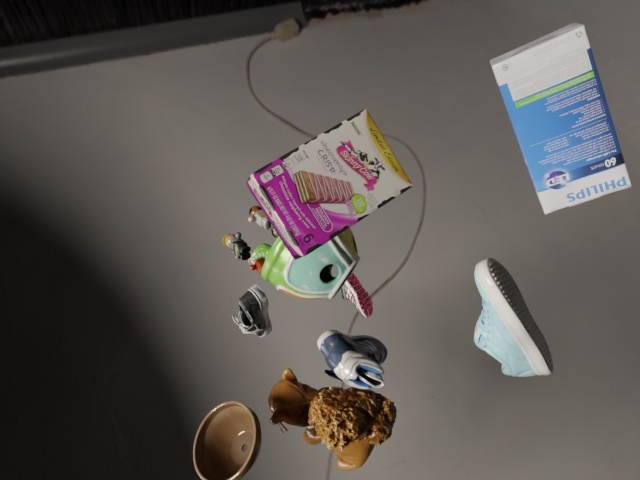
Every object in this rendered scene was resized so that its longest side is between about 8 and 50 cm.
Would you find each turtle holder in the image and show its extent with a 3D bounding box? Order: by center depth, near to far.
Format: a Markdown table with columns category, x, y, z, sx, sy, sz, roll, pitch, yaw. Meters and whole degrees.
| category | x | y | z | sx | sy | sz | roll | pitch | yaw |
| --- | --- | --- | --- | --- | --- | --- | --- | --- | --- |
| turtle holder | -0.004 | 0.011 | 1.392 | 0.228 | 0.243 | 0.320 | 35 | 72 | 9 |

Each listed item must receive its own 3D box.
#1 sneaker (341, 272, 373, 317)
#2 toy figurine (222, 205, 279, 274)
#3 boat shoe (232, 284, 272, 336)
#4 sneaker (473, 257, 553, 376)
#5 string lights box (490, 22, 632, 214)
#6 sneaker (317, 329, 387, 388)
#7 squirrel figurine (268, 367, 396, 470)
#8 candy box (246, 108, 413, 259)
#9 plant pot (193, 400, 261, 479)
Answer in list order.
| category | x | y | z | sx | sy | sz | roll | pitch | yaw |
| --- | --- | --- | --- | --- | --- | --- | --- | --- | --- |
| sneaker | 0.117 | 0.192 | 1.802 | 0.063 | 0.075 | 0.170 | -23 | 76 | -39 |
| toy figurine | -0.204 | -0.001 | 1.819 | 0.213 | 0.210 | 0.148 | -52 | 41 | -1 |
| boat shoe | -0.235 | 0.265 | 1.791 | 0.105 | 0.306 | 0.113 | -35 | 70 | -23 |
| sneaker | 0.420 | 0.205 | 1.244 | 0.365 | 0.150 | 0.135 | 56 | 30 | -22 |
| string lights box | 0.375 | -0.185 | 0.824 | 0.259 | 0.134 | 0.076 | 63 | 23 | -18 |
| sneaker | 0.152 | 0.414 | 1.713 | 0.130 | 0.323 | 0.236 | -57 | 41 | 10 |
| squirrel figurine | 0.027 | 0.552 | 1.711 | 0.371 | 0.397 | 0.280 | 28 | 61 | -13 |
| candy box | 0.017 | -0.095 | 0.885 | 0.234 | 0.071 | 0.159 | -34 | 94 | -17 |
| plant pot | -0.257 | 0.613 | 1.575 | 0.238 | 0.110 | 0.237 | -20 | 51 | 26 |
